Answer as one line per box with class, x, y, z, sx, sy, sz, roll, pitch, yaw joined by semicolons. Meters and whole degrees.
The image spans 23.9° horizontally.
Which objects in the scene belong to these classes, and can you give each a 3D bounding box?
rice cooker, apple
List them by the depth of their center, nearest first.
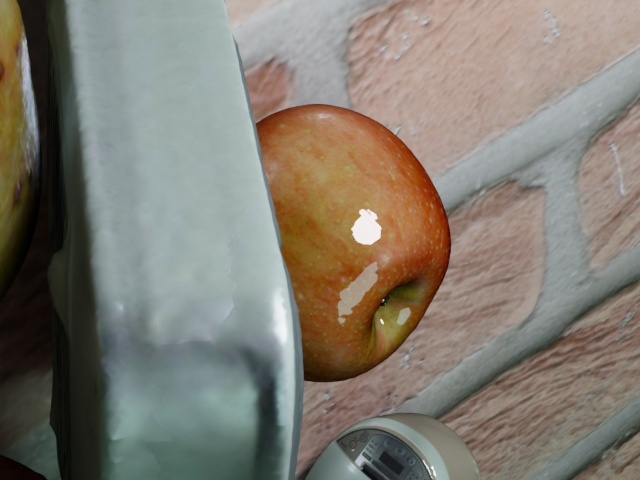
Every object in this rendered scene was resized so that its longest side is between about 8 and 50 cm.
apple;0.000;0.000;1.031;0.181;0.168;0.181;-34;145;-29
rice cooker;0.056;0.243;1.314;0.127;0.145;0.206;-16;135;-48

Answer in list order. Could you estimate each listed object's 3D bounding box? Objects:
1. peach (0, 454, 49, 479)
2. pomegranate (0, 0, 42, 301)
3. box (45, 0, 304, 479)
peach;-0.244;0.247;1.011;0.232;0.232;0.232;-25;137;-26
pomegranate;-0.267;-0.089;0.671;0.290;0.323;0.291;-9;152;-5
box;-0.090;0.070;0.810;0.111;0.396;0.396;-3;132;-11
